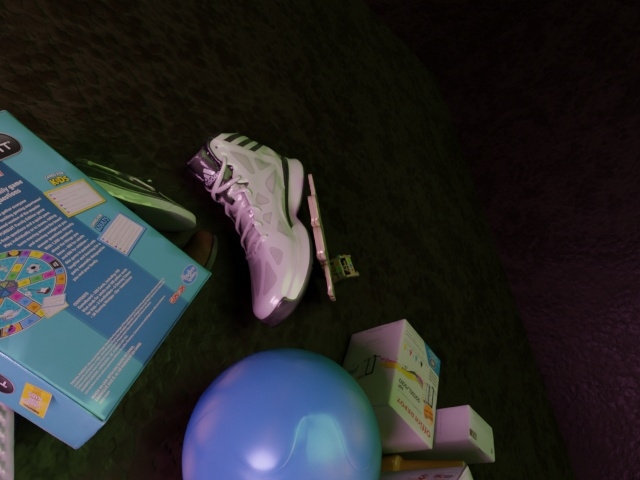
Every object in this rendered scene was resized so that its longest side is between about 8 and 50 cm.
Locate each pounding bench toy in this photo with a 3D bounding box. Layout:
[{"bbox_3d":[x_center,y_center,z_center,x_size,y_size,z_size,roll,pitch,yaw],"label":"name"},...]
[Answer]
[{"bbox_3d":[0.065,0.072,1.150,0.083,0.052,0.065,-3,70,-53],"label":"pounding bench toy"}]

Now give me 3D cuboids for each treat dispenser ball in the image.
[{"bbox_3d":[-0.055,0.307,0.632,0.288,0.288,0.289,31,46,-38],"label":"treat dispenser ball"}]

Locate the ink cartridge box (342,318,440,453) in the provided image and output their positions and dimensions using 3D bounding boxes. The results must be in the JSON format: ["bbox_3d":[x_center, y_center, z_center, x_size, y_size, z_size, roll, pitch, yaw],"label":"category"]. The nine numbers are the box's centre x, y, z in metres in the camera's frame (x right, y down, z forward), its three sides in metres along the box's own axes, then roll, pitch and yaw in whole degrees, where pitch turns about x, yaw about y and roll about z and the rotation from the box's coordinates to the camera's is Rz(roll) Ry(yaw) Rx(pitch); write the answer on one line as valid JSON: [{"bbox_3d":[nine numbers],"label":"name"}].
[{"bbox_3d":[0.157,0.340,0.992,0.171,0.168,0.233,50,37,-20],"label":"ink cartridge box"}]

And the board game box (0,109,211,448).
[{"bbox_3d":[-0.325,0.025,0.491,0.336,0.079,0.254,41,30,-12],"label":"board game box"}]

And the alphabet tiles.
[{"bbox_3d":[0.000,0.000,0.995,0.284,0.021,0.278,74,5,-77],"label":"alphabet tiles"}]

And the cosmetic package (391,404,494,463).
[{"bbox_3d":[0.273,0.464,1.005,0.117,0.231,0.086,46,38,-24],"label":"cosmetic package"}]

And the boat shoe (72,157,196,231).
[{"bbox_3d":[-0.312,-0.077,0.735,0.219,0.077,0.070,24,52,-41],"label":"boat shoe"}]

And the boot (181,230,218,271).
[{"bbox_3d":[-0.324,0.008,0.663,0.280,0.096,0.264,44,55,-18],"label":"boot"}]

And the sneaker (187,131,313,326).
[{"bbox_3d":[-0.165,-0.049,0.872,0.257,0.169,0.448,25,41,-31],"label":"sneaker"}]

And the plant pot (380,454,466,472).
[{"bbox_3d":[0.224,0.541,0.879,0.205,0.187,0.205,-21,90,-76],"label":"plant pot"}]

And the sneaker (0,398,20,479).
[{"bbox_3d":[-0.381,0.164,0.454,0.126,0.127,0.321,21,40,-38],"label":"sneaker"}]

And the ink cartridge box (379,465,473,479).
[{"bbox_3d":[0.136,0.546,0.704,0.130,0.309,0.272,-6,73,-54],"label":"ink cartridge box"}]
